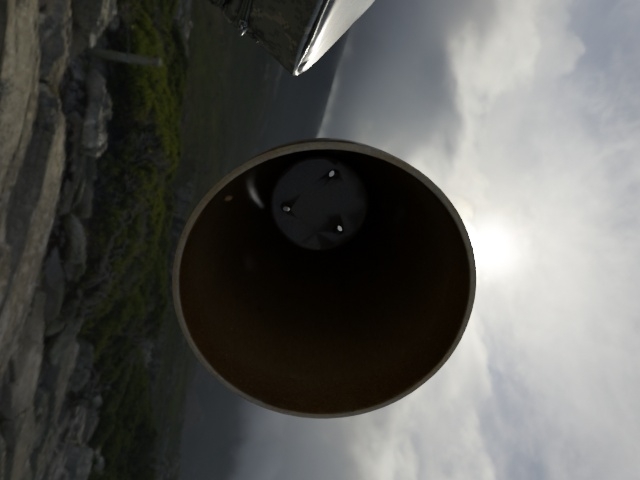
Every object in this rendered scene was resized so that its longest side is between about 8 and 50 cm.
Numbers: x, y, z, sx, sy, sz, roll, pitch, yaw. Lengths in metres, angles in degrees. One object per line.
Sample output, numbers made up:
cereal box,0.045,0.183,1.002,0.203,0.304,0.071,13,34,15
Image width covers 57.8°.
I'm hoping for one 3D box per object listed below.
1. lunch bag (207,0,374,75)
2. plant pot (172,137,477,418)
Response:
lunch bag,-0.038,-0.372,0.634,0.212,0.256,0.305,-48,-177,-20
plant pot,0.000,0.000,0.569,0.254,0.237,0.237,-95,-160,-71
